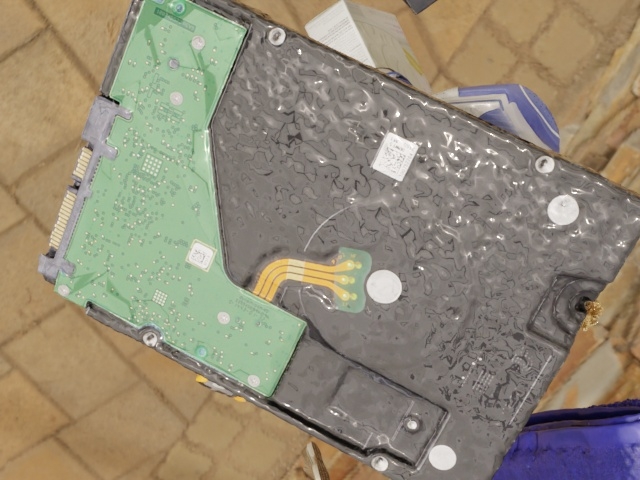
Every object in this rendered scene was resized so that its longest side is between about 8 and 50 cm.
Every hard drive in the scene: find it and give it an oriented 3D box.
[{"bbox_3d":[0.000,0.000,0.488,0.339,0.064,0.236,26,106,5],"label":"hard drive"}]

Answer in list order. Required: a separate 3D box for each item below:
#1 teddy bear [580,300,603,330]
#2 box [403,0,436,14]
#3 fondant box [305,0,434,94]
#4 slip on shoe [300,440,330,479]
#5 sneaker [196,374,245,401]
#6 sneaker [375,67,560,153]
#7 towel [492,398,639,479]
[{"bbox_3d":[0.282,0.127,1.180,0.338,0.245,0.113,-33,137,-33],"label":"teddy bear"},{"bbox_3d":[0.086,-0.348,0.600,0.165,0.270,0.143,-31,134,28],"label":"box"},{"bbox_3d":[0.129,-0.269,1.372,0.096,0.238,0.330,-27,85,30],"label":"fondant box"},{"bbox_3d":[-0.016,0.501,1.616,0.041,0.135,0.051,-37,122,6],"label":"slip on shoe"},{"bbox_3d":[-0.147,0.114,0.974,0.083,0.214,0.084,21,117,-45],"label":"sneaker"},{"bbox_3d":[0.084,-0.118,0.758,0.316,0.182,0.127,-12,129,40],"label":"sneaker"},{"bbox_3d":[0.235,0.278,0.557,0.076,0.228,0.308,-13,79,-24],"label":"towel"}]
